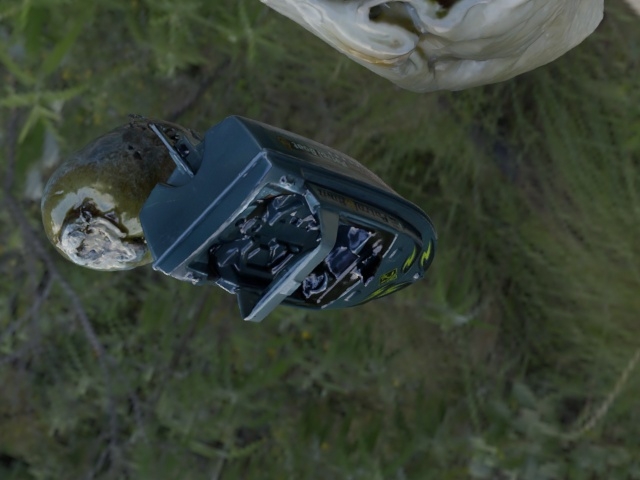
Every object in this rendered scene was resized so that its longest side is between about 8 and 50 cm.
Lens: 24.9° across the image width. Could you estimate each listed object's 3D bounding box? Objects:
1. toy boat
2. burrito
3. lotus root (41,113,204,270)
[{"bbox_3d":[0.000,0.000,0.823,0.093,0.103,0.246,-45,151,17],"label":"toy boat"},{"bbox_3d":[0.071,-0.151,0.810,0.190,0.135,0.332,-20,175,17],"label":"burrito"},{"bbox_3d":[-0.114,-0.034,0.898,0.088,0.165,0.088,9,114,21],"label":"lotus root"}]
